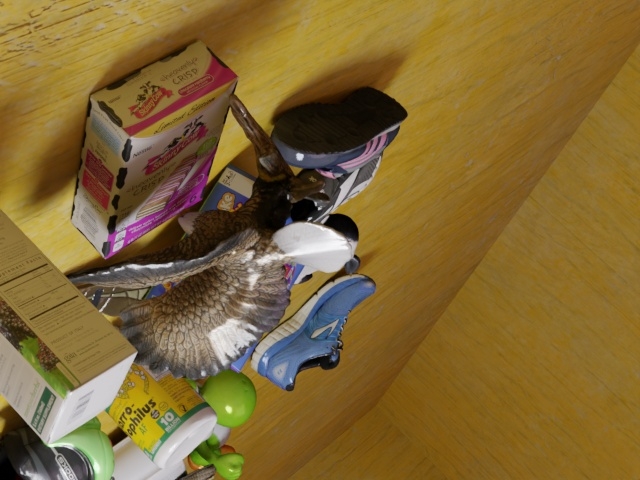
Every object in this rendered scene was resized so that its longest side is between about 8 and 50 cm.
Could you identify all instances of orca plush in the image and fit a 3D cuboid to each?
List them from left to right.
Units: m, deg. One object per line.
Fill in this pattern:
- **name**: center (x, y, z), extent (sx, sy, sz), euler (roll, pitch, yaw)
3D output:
- **orca plush**: center (0.000, 0.000, 2.058), extent (0.287, 0.151, 0.102), euler (110, -7, -66)

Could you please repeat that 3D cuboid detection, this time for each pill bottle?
- **pill bottle**: center (-0.263, 0.228, 1.720), extent (0.117, 0.208, 0.117), euler (-42, 165, -14)

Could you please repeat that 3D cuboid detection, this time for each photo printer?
- **photo printer**: center (-0.401, 0.482, 2.181), extent (0.308, 0.107, 0.256), euler (-35, 163, -14)

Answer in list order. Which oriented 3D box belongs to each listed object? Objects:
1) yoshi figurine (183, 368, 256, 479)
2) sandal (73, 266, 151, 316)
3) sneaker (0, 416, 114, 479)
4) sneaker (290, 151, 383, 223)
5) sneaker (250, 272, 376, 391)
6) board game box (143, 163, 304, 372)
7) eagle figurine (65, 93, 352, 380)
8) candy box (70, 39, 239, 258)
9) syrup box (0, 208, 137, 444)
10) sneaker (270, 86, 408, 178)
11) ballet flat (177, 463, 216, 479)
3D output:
- **yoshi figurine**: center (-0.199, 0.349, 2.284), extent (0.203, 0.204, 0.362), euler (-49, 165, -16)
- **sandal**: center (-0.296, 0.064, 1.526), extent (0.180, 0.049, 0.072), euler (-5, 133, -47)
- **sneaker**: center (-0.498, 0.426, 1.764), extent (0.202, 0.185, 0.482), euler (1, 131, -46)
- **sneaker**: center (0.013, -0.092, 1.885), extent (0.234, 0.078, 0.106), euler (-45, 168, 5)
- **sneaker**: center (0.008, 0.206, 2.532), extent (0.330, 0.147, 0.129), euler (-42, 165, -16)
- **board game box**: center (-0.129, 0.054, 1.742), extent (0.233, 0.078, 0.347), euler (-59, 165, -10)
- **eagle figurine**: center (-0.130, 0.023, 1.313), extent (0.298, 0.226, 0.225), euler (-47, -174, -9)
- **candy box**: center (-0.192, -0.099, 1.314), extent (0.159, 0.071, 0.233), euler (-35, 161, -33)
- **syrup box**: center (-0.302, 0.075, 1.148), extent (0.096, 0.237, 0.093), euler (-31, 159, -48)
- **sneaker**: center (0.018, -0.134, 1.719), extent (0.319, 0.112, 0.131), euler (-23, 150, -54)
- **ballet flat**: center (-0.295, 0.511, 2.187), extent (0.250, 0.058, 0.084), euler (-35, 164, -14)
